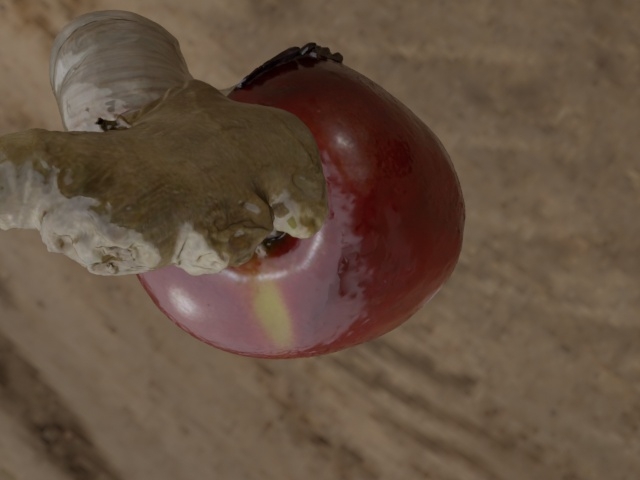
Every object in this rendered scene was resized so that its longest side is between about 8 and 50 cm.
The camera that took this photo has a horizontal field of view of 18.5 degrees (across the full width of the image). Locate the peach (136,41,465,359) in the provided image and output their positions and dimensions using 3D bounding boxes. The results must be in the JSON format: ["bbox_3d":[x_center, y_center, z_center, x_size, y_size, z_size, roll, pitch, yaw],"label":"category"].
[{"bbox_3d":[0.000,0.000,1.618,0.201,0.258,0.362,47,-175,18],"label":"peach"}]

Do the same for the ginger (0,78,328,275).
[{"bbox_3d":[-0.094,-0.029,1.084,0.137,0.213,0.074,38,123,34],"label":"ginger"}]

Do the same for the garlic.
[{"bbox_3d":[-0.130,-0.109,1.769,0.218,0.212,0.218,166,90,-87],"label":"garlic"}]
